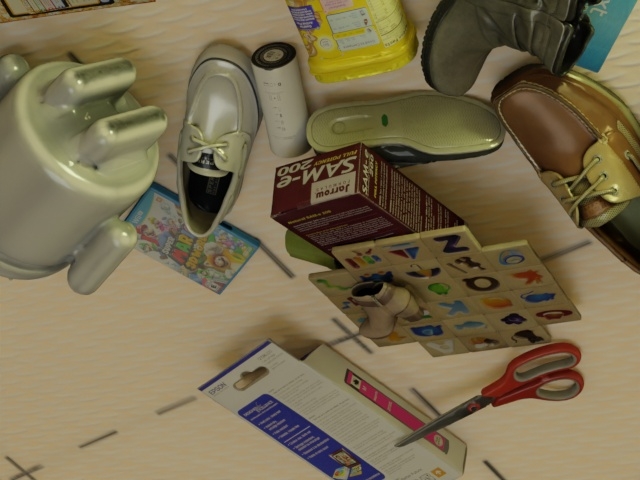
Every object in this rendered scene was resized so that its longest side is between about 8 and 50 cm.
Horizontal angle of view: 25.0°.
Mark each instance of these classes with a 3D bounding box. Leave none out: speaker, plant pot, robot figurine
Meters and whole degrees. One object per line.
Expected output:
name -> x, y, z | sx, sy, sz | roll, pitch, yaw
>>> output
speaker -> -0.044, -0.164, 1.717 | 0.055, 0.055, 0.136 | 1, 133, 15
plant pot -> 0.000, 0.000, 1.854 | 0.079, 0.083, 0.083 | 6, 135, 28
robot figurine -> -0.335, -0.081, 1.775 | 0.353, 0.200, 0.300 | -38, 77, 39

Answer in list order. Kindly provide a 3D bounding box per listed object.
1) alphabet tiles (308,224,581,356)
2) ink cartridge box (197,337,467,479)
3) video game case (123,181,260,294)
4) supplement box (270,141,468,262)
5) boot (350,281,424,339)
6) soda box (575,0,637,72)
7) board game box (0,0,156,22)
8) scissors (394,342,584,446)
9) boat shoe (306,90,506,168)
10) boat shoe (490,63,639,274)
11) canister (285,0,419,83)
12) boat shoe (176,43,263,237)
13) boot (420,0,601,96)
alphabet tiles -> 0.161, 0.072, 1.834 | 0.285, 0.011, 0.342 | -10, 150, 23
ink cartridge box -> 0.020, 0.260, 2.097 | 0.371, 0.069, 0.176 | 35, 132, -21
video game case -> -0.179, -0.001, 1.938 | 0.166, 0.015, 0.119 | 30, 133, -13
supplement box -> 0.064, -0.024, 1.749 | 0.130, 0.073, 0.239 | -15, 149, 33
boot -> 0.069, 0.083, 1.816 | 0.118, 0.042, 0.087 | -23, 137, 38
soda box -> 0.301, -0.280, 1.504 | 0.071, 0.067, 0.210 | 19, 135, -3
board game box -> -0.295, -0.313, 1.605 | 0.194, 0.045, 0.146 | -6, 149, 9
scissors -> 0.222, 0.212, 1.990 | 0.297, 0.021, 0.109 | -18, 132, 15
boat shoe -> 0.104, -0.124, 1.712 | 0.233, 0.084, 0.079 | -1, 155, 12
boat shoe -> 0.326, -0.071, 1.659 | 0.324, 0.120, 0.123 | 38, 130, -21
canister -> 0.023, -0.267, 1.590 | 0.126, 0.073, 0.170 | -8, 128, 22
boat shoe -> -0.132, -0.115, 1.766 | 0.096, 0.088, 0.267 | 17, 135, -1
boot -> 0.201, -0.217, 1.526 | 0.161, 0.083, 0.246 | 44, 141, 27
